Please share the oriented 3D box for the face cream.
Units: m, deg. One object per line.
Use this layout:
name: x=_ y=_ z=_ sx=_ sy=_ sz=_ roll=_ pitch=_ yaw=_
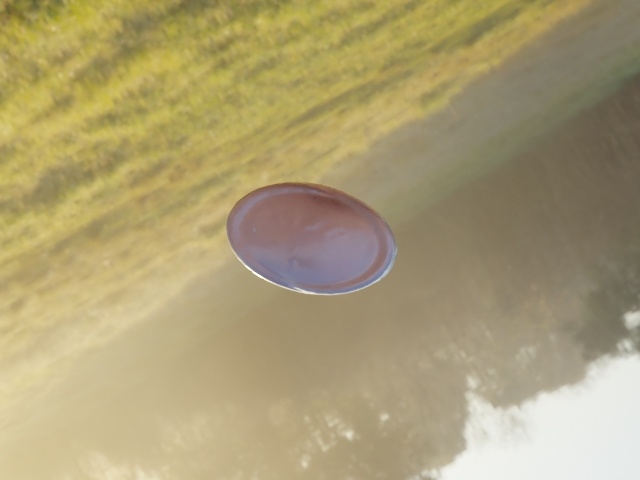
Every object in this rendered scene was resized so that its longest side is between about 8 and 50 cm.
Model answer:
face cream: x=0.000 y=0.000 z=0.617 sx=0.084 sy=0.057 sz=0.198 roll=12 pitch=-178 yaw=4
